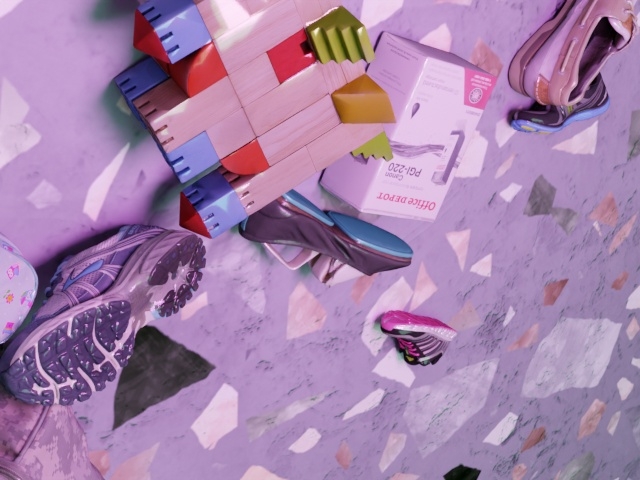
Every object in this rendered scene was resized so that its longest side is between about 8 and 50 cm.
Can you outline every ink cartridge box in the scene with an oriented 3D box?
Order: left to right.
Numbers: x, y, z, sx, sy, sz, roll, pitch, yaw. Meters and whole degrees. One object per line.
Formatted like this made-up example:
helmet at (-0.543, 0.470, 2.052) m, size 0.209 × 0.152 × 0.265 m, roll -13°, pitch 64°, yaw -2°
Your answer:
ink cartridge box at (0.114, -0.142, 1.651) m, size 0.159 × 0.092 × 0.218 m, roll 7°, pitch 113°, yaw -47°

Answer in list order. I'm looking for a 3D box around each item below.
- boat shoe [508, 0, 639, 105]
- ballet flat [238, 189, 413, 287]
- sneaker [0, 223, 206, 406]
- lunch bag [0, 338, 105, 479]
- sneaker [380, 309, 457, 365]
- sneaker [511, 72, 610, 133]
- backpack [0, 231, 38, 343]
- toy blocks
boat shoe at (0.402, -0.312, 1.805) m, size 0.302 × 0.103 × 0.113 m, roll -52°, pitch 141°, yaw -3°
ballet flat at (0.000, 0.000, 1.647) m, size 0.280 × 0.095 × 0.096 m, roll 25°, pitch 108°, yaw -40°
sneaker at (-0.254, 0.076, 1.387) m, size 0.283 × 0.122 × 0.110 m, roll -40°, pitch 137°, yaw -41°
lunch bag at (-0.347, 0.290, 1.406) m, size 0.256 × 0.213 × 0.305 m, roll -56°, pitch 147°, yaw -38°
sneaker at (0.142, 0.152, 1.904) m, size 0.170 × 0.063 × 0.074 m, roll 15°, pitch 99°, yaw -54°
sneaker at (0.350, -0.205, 1.872) m, size 0.188 × 0.067 × 0.078 m, roll -23°, pitch 110°, yaw -30°
backpack at (-0.376, 0.032, 1.270) m, size 0.152 × 0.115 × 0.182 m, roll -55°, pitch 143°, yaw -4°
toy blocks at (-0.094, -0.175, 1.381) m, size 0.261 × 0.191 × 0.381 m, roll -32°, pitch 137°, yaw -9°
